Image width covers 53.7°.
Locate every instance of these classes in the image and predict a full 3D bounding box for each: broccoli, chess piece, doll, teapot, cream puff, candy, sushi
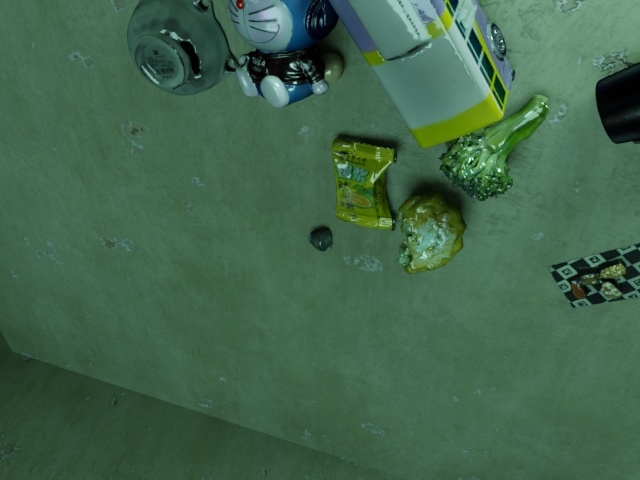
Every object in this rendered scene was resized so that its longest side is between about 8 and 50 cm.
[{"bbox_3d":[0.393,-0.239,1.476,0.198,0.177,0.275,41,115,34],"label":"broccoli"},{"bbox_3d":[-0.027,-0.406,1.517,0.170,0.094,0.094,1,133,18],"label":"chess piece"},{"bbox_3d":[-0.080,-0.467,1.350,0.284,0.240,0.310,22,131,39],"label":"doll"},{"bbox_3d":[0.000,0.000,1.939,0.057,0.066,0.088,20,165,35],"label":"teapot"},{"bbox_3d":[0.287,-0.027,1.677,0.195,0.195,0.221,7,108,20],"label":"cream puff"},{"bbox_3d":[0.118,-0.143,1.713,0.187,0.081,0.297,11,136,18],"label":"candy"},{"bbox_3d":[0.769,0.111,1.683,0.279,0.043,0.192,-17,124,37],"label":"sushi"}]

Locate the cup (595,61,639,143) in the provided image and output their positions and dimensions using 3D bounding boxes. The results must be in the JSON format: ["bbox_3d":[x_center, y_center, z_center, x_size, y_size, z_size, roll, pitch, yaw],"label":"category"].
[{"bbox_3d":[0.681,-0.256,1.268,0.177,0.166,0.239,-16,123,41],"label":"cup"}]

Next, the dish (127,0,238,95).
[{"bbox_3d":[-0.375,-0.473,1.592,0.303,0.120,0.303,15,138,14],"label":"dish"}]

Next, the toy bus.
[{"bbox_3d":[0.197,-0.425,1.263,0.209,0.249,0.440,-15,124,36],"label":"toy bus"}]
